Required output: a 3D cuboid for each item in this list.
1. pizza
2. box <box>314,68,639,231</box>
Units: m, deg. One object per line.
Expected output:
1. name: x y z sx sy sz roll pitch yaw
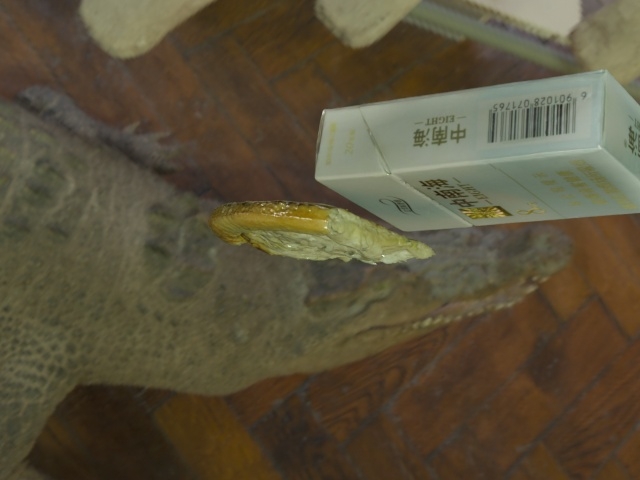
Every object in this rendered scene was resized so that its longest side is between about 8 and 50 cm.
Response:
1. pizza: 0.000 0.000 1.207 0.262 0.181 0.034 17 77 -49
2. box: 0.137 -0.064 0.990 0.155 0.243 0.067 28 63 -52
